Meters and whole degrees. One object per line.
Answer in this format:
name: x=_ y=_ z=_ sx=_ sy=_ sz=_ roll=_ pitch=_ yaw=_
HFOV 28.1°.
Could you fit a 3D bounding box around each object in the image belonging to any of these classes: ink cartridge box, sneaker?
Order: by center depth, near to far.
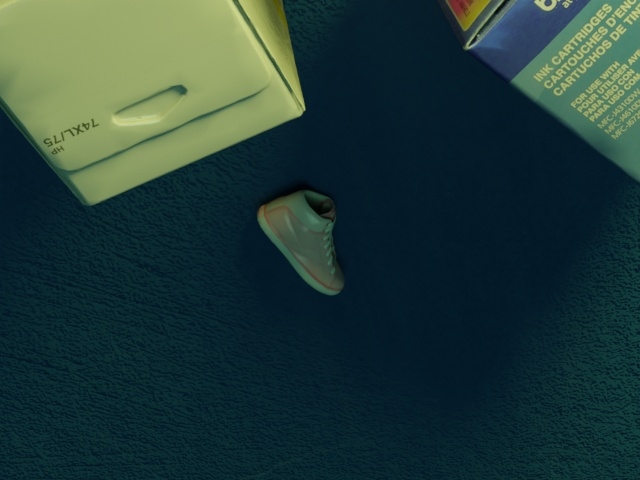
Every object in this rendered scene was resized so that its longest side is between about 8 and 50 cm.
ink cartridge box: x=-0.153 y=-0.209 z=1.017 sx=0.198 sy=0.270 sz=0.197 roll=-22 pitch=134 yaw=11
ink cartridge box: x=0.229 y=-0.196 z=1.079 sx=0.395 sy=0.270 sz=0.151 roll=34 pitch=112 yaw=-26
sneaker: x=0.000 y=0.000 z=1.341 sx=0.070 sy=0.051 sz=0.134 roll=-30 pitch=120 yaw=22
